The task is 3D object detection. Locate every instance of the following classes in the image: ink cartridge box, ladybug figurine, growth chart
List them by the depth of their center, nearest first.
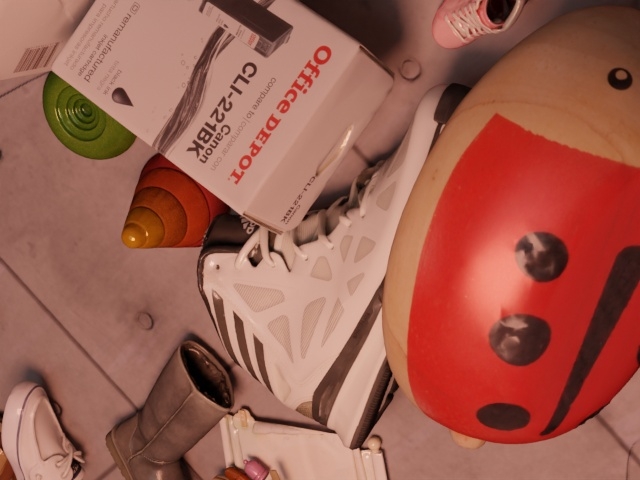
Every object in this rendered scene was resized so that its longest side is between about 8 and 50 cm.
[{"bbox_3d":[0.219,0.016,1.250,0.162,0.305,0.449,50,132,49],"label":"ladybug figurine"},{"bbox_3d":[-0.095,-0.164,1.355,0.273,0.114,0.197,37,95,22],"label":"ink cartridge box"},{"bbox_3d":[-0.019,0.287,1.670,0.237,0.021,0.172,10,117,23],"label":"growth chart"}]

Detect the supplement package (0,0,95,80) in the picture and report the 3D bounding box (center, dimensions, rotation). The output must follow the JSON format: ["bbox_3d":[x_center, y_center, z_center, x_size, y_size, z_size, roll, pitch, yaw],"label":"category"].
[{"bbox_3d":[-0.336,-0.325,1.402,0.263,0.199,0.198,49,126,15],"label":"supplement package"}]

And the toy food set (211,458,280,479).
[{"bbox_3d":[-0.086,0.301,1.689,0.122,0.019,0.078,-10,110,38],"label":"toy food set"}]

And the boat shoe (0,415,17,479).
[{"bbox_3d":[-0.469,0.390,1.886,0.122,0.120,0.324,18,120,19],"label":"boat shoe"}]

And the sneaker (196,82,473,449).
[{"bbox_3d":[-0.001,0.001,1.435,0.257,0.169,0.448,27,125,11],"label":"sneaker"}]

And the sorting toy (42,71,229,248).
[{"bbox_3d":[-0.267,-0.114,1.543,0.365,0.126,0.127,46,125,-1],"label":"sorting toy"}]

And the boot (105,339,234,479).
[{"bbox_3d":[-0.162,0.247,1.685,0.208,0.076,0.190,-42,82,32],"label":"boot"}]

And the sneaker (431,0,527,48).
[{"bbox_3d":[0.149,-0.216,1.312,0.134,0.070,0.051,-31,107,39],"label":"sneaker"}]

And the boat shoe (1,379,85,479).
[{"bbox_3d":[-0.347,0.294,1.806,0.084,0.095,0.258,8,127,19],"label":"boat shoe"}]
